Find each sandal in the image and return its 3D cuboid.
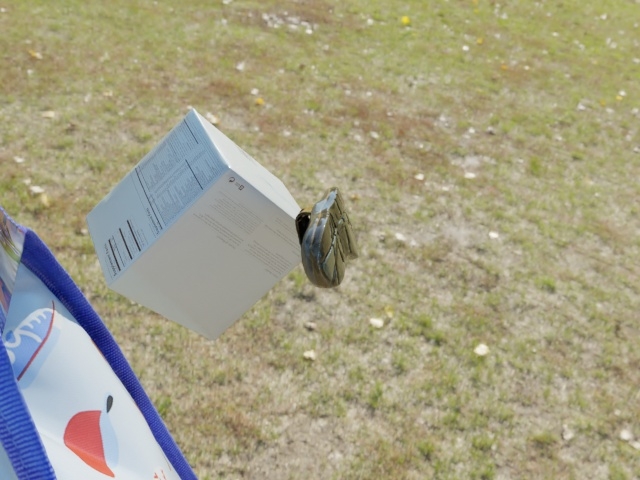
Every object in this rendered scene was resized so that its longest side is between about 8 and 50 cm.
[{"bbox_3d":[0.000,0.000,0.764,0.060,0.090,0.219,-14,16,14],"label":"sandal"}]

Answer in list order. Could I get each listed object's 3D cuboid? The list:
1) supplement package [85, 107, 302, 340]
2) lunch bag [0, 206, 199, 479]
[{"bbox_3d":[-0.150,-0.015,0.903,0.194,0.203,0.149,39,12,-46],"label":"supplement package"},{"bbox_3d":[-0.242,0.193,0.377,0.327,0.386,0.239,-21,29,-5],"label":"lunch bag"}]
